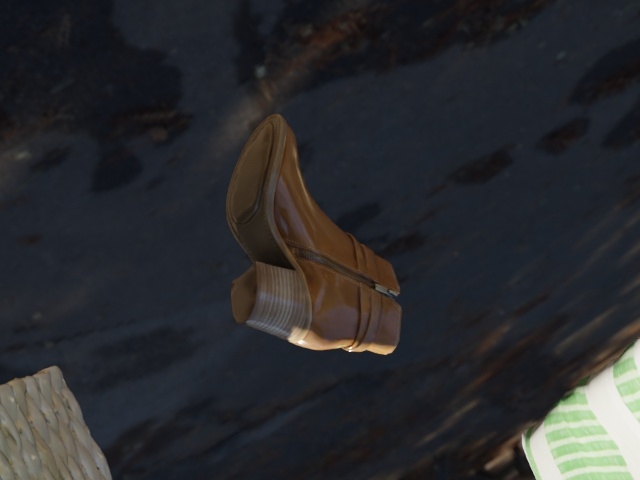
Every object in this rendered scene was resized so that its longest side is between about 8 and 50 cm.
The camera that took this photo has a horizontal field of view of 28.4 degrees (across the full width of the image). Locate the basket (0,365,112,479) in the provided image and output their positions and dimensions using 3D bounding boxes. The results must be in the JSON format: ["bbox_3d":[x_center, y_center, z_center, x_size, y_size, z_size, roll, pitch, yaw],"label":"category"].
[{"bbox_3d":[-0.318,0.315,1.087,0.266,0.331,0.328,-25,177,7],"label":"basket"}]

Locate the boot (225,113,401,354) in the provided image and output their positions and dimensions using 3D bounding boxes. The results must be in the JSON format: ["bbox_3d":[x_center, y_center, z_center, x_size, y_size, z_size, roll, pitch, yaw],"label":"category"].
[{"bbox_3d":[0.000,0.000,1.072,0.152,0.197,0.073,15,157,-32],"label":"boot"}]

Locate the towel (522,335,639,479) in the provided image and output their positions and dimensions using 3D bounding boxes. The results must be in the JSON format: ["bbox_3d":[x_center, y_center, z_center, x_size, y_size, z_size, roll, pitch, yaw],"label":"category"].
[{"bbox_3d":[0.162,0.161,0.504,0.038,0.248,0.325,-20,167,-5],"label":"towel"}]
